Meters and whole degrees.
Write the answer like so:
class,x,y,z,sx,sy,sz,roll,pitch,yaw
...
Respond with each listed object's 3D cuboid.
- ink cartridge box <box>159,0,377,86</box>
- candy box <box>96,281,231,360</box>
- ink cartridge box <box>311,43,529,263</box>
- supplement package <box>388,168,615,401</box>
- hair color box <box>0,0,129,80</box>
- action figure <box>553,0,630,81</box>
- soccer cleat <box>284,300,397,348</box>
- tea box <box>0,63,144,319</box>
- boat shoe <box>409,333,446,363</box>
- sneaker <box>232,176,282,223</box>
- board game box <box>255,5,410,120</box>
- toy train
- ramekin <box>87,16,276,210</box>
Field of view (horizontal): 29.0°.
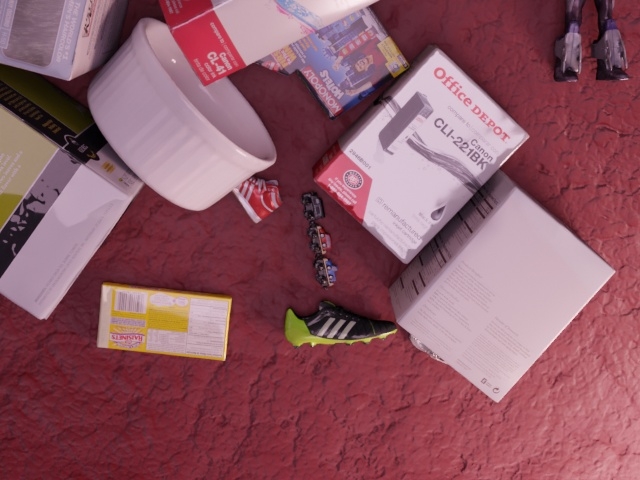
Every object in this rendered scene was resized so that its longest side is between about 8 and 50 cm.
class,x,y,z,sx,sy,sz,roll,pitch,yaw
ink cartridge box,-0.078,-0.386,1.742,0.306,0.226,0.131,-24,138,4
candy box,-0.248,0.128,1.963,0.206,0.027,0.105,7,105,-3
ink cartridge box,0.149,-0.134,1.869,0.197,0.114,0.273,42,97,-9
supplement package,0.266,0.061,1.873,0.199,0.198,0.262,39,99,-8
hair color box,-0.338,-0.334,1.680,0.114,0.374,0.185,15,101,-4
action figure,0.403,-0.379,1.832,0.185,0.099,0.285,-2,100,4
soccer cleat,0.031,0.130,1.957,0.179,0.060,0.072,-4,90,0
tea box,-0.433,-0.100,1.754,0.323,0.329,0.220,37,100,-7
boat shoe,0.188,0.175,1.979,0.100,0.035,0.035,32,100,-8
sneaker,-0.105,-0.091,1.910,0.067,0.042,0.118,-31,109,9
board game box,0.001,-0.289,1.860,0.194,0.060,0.194,-34,101,7
toy train,0.000,0.000,1.942,0.036,0.027,0.158,-13,102,-10
ramekin,-0.205,-0.174,1.777,0.135,0.277,0.277,-40,101,14
